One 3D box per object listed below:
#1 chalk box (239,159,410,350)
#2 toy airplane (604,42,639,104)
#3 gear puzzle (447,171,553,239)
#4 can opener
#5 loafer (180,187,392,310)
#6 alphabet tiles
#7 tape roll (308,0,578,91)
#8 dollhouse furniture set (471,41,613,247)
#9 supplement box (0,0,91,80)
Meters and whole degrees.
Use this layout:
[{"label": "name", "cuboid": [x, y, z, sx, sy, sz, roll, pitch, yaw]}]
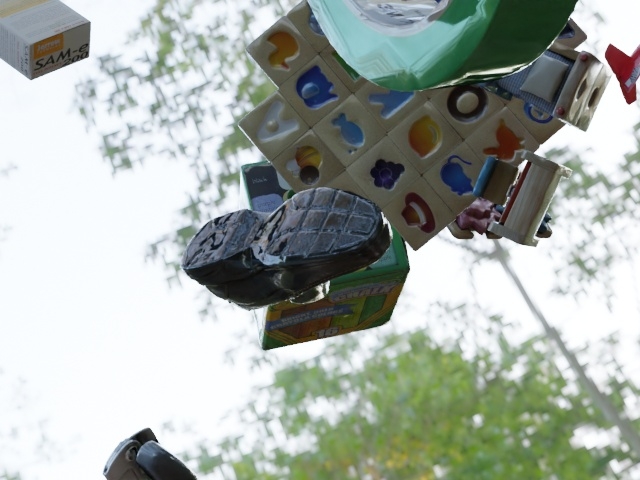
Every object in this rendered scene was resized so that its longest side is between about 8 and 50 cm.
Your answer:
[{"label": "chalk box", "cuboid": [0.000, 0.000, 1.884, 0.180, 0.179, 0.289, -11, -19, -8]}, {"label": "toy airplane", "cuboid": [0.313, -0.187, 1.428, 0.151, 0.028, 0.151, -6, -82, -45]}, {"label": "gear puzzle", "cuboid": [0.168, -0.133, 1.916, 0.175, 0.339, 0.044, 0, -44, -34]}, {"label": "can opener", "cuboid": [-0.164, 0.322, 1.751, 0.076, 0.095, 0.283, -46, -43, -22]}, {"label": "loafer", "cuboid": [-0.013, 0.010, 0.945, 0.170, 0.062, 0.061, -6, -44, 49]}, {"label": "alphabet tiles", "cuboid": [0.095, -0.168, 1.594, 0.342, 0.285, 0.011, -40, -9, -1]}, {"label": "tape roll", "cuboid": [0.079, -0.273, 1.123, 0.077, 0.321, 0.321, -11, -39, -29]}, {"label": "dollhouse furniture set", "cuboid": [0.169, -0.104, 1.413, 0.183, 0.129, 0.129, -67, -19, 6]}, {"label": "supplement box", "cuboid": [-0.238, -0.173, 1.212, 0.062, 0.098, 0.036, -29, -37, -38]}]
